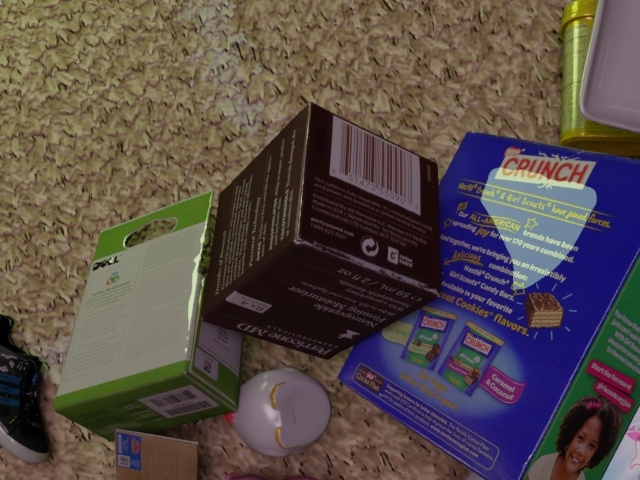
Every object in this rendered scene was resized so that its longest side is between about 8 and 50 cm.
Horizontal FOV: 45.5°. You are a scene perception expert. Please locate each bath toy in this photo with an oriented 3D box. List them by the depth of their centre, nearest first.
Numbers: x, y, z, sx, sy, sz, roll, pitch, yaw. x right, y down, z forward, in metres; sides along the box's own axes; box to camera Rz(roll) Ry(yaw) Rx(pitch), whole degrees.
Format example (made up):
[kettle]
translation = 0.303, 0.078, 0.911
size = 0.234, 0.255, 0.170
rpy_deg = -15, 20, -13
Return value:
[bath toy]
translation = -0.063, 0.316, 0.837
size = 0.151, 0.129, 0.348
rpy_deg = 7, 77, -34

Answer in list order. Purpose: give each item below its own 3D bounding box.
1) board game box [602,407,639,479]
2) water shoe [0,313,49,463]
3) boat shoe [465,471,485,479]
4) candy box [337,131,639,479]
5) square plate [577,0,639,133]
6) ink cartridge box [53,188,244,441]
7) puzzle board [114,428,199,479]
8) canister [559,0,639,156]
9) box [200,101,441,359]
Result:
[board game box]
translation = 0.395, 0.208, 0.775
size = 0.254, 0.079, 0.336
rpy_deg = -9, 74, 16
[water shoe]
translation = -0.381, 0.178, 0.944
size = 0.080, 0.073, 0.203
rpy_deg = -37, 75, -2
[boat shoe]
translation = 0.217, 0.233, 0.812
size = 0.076, 0.083, 0.226
rpy_deg = 25, 83, 34
[candy box]
translation = 0.200, 0.066, 0.770
size = 0.268, 0.122, 0.317
rpy_deg = 24, 85, 54
[square plate]
translation = 0.457, -0.250, 0.853
size = 0.344, 0.049, 0.347
rpy_deg = 14, 80, -11
[ink cartridge box]
translation = -0.187, 0.084, 0.900
size = 0.189, 0.097, 0.255
rpy_deg = -18, 47, 23
[puzzle board]
translation = -0.188, 0.272, 0.879
size = 0.096, 0.011, 0.128
rpy_deg = 9, 118, 5
[canister]
translation = 0.345, -0.189, 0.896
size = 0.126, 0.073, 0.169
rpy_deg = 4, 80, 9
[box]
translation = 0.000, 0.000, 0.801
size = 0.168, 0.203, 0.167
rpy_deg = 21, 54, -25
